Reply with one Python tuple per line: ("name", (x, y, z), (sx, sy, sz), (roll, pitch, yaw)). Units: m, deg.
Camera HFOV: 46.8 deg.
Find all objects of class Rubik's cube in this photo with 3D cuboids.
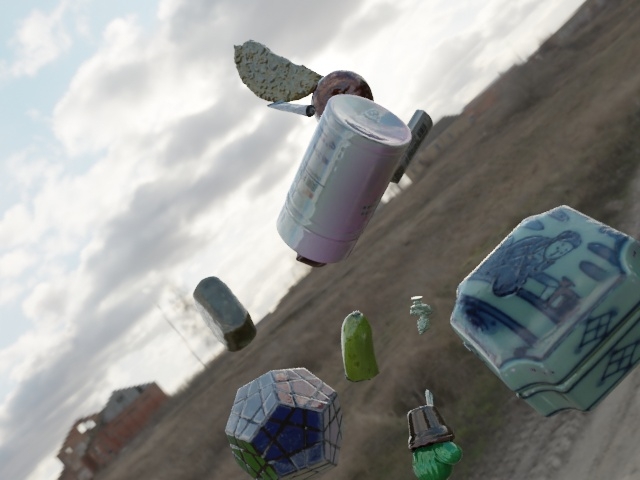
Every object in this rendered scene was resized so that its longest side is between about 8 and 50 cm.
("Rubik's cube", (-0.088, 0.490, 1.931), (0.319, 0.319, 0.264), (-42, 3, -8))

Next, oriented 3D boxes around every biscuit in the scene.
("biscuit", (-0.135, -0.463, 2.092), (0.141, 0.289, 0.038), (-66, -14, 17))

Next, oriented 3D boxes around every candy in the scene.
("candy", (-0.271, 0.205, 2.077), (0.102, 0.234, 0.104), (-28, -42, -24))

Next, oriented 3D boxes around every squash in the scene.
("squash", (0.095, 0.269, 1.925), (0.095, 0.188, 0.095), (-8, 24, 4))

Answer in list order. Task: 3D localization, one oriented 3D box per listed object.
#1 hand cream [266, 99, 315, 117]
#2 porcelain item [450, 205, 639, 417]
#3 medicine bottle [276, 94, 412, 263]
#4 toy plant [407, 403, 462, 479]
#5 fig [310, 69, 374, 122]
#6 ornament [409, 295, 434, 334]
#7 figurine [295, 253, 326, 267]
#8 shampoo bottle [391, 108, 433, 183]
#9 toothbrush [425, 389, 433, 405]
("hand cream", (-0.040, -0.195, 1.096), (0.030, 0.019, 0.093), (-26, 29, -33))
("porcelain item", (0.358, 0.100, 1.132), (0.286, 0.157, 0.281), (-45, 26, 4))
("medicine bottle", (0.034, -0.100, 1.250), (0.152, 0.152, 0.254), (-39, -20, -55))
("toy plant", (0.263, 0.478, 1.687), (0.105, 0.201, 0.143), (-2, -25, -40))
("fig", (0.066, -0.343, 1.910), (0.175, 0.175, 0.207), (-43, -11, 11))
("ornament", (0.262, 0.190, 1.919), (0.041, 0.092, 0.068), (-16, -22, -50))
("figurine", (0.000, 0.000, 1.983), (0.082, 0.098, 0.154), (-35, 34, 39))
("shampoo bottle", (0.261, -0.282, 2.219), (0.227, 0.055, 0.086), (-59, -41, -16))
("toothbrush", (0.328, 0.548, 2.087), (0.026, 0.263, 0.022), (-28, -37, 34))
